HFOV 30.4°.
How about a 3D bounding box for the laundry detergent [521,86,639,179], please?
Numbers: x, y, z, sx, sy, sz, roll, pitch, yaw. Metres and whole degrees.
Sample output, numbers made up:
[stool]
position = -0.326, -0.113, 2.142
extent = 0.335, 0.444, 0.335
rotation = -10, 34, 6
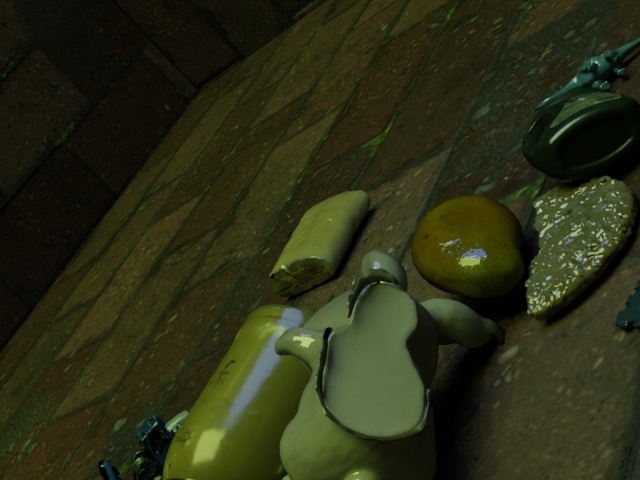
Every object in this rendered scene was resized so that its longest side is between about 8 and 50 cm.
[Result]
[laundry detergent]
position = 0.312, -0.140, 1.457
extent = 0.144, 0.078, 0.222
rotation = -28, 15, 5

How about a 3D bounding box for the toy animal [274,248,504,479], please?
[toy animal]
position = 0.064, 0.136, 1.213
extent = 0.325, 0.208, 0.154
rotation = -46, -16, -39

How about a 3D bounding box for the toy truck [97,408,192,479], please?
[toy truck]
position = -0.210, 0.308, 1.530
extent = 0.208, 0.126, 0.113
rotation = -47, 18, -6

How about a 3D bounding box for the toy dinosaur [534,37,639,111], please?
[toy dinosaur]
position = 0.377, -0.229, 1.599
extent = 0.197, 0.045, 0.080
rotation = -33, 6, 10

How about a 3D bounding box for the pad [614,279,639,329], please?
[pad]
position = 0.422, -0.021, 1.082
extent = 0.269, 0.012, 0.269
rotation = -52, 19, -25

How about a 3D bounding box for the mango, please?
[mango]
position = 0.176, 0.010, 1.385
extent = 0.136, 0.099, 0.227
rotation = -16, 18, 1

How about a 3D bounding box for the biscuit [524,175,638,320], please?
[biscuit]
position = 0.292, -0.013, 1.313
extent = 0.133, 0.032, 0.250
rotation = -32, 20, 29

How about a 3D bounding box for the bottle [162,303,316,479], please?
[bottle]
position = -0.087, 0.254, 1.326
extent = 0.171, 0.171, 0.351
rotation = -21, 31, 50

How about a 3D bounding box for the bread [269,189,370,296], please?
[bread]
position = -0.001, 0.000, 1.875
extent = 0.139, 0.060, 0.178
rotation = -28, 24, 42
